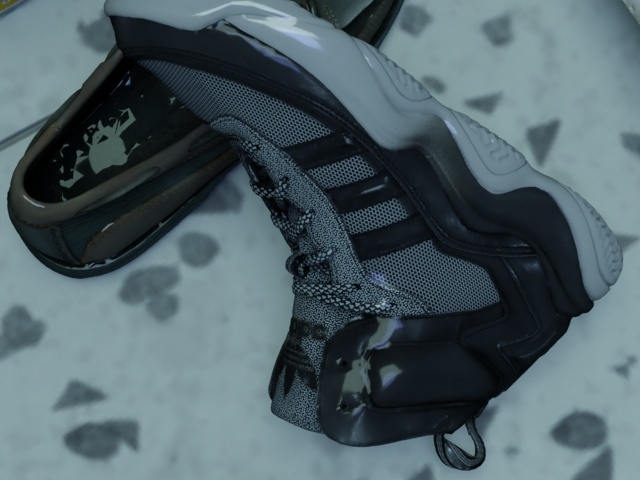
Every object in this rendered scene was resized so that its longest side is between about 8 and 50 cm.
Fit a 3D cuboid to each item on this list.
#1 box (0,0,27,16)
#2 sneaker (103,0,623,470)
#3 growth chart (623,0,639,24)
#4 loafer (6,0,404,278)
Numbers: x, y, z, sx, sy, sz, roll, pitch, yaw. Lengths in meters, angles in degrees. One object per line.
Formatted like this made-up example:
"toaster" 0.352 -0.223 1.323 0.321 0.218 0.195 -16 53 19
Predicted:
"box" -0.165 -0.199 0.688 0.103 0.203 0.114 -32 77 -6
"sneaker" 0.000 0.000 0.663 0.268 0.101 0.153 32 85 -19
"growth chart" 0.206 -0.148 0.723 0.172 0.021 0.237 -24 70 -3
"loafer" -0.044 -0.091 0.722 0.096 0.084 0.267 41 81 9
